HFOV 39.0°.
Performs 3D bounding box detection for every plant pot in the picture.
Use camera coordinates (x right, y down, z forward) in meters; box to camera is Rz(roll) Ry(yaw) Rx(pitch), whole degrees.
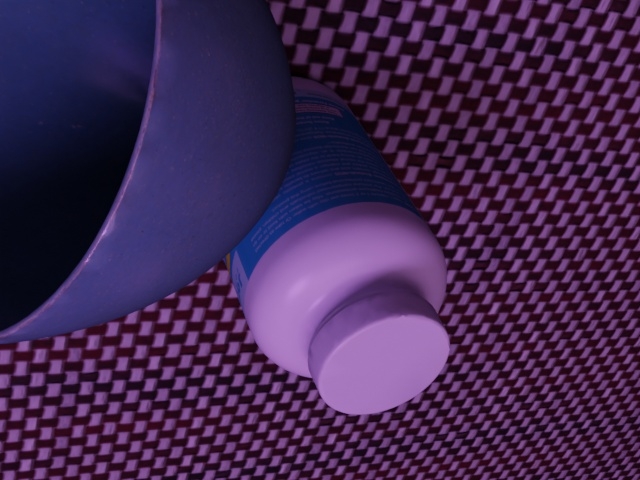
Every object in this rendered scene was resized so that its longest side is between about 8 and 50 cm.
[{"bbox_3d":[-0.127,-0.080,0.561,0.195,0.290,0.290,9,126,-52],"label":"plant pot"}]

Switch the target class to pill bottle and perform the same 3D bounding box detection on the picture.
[{"bbox_3d":[0.000,0.000,0.672,0.146,0.264,0.146,-12,132,-14],"label":"pill bottle"}]
